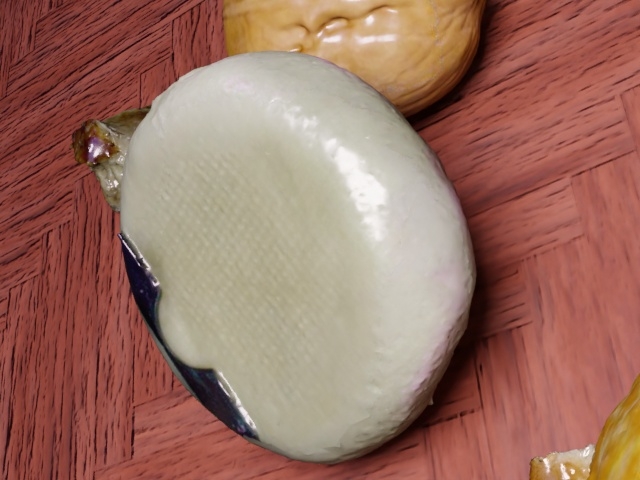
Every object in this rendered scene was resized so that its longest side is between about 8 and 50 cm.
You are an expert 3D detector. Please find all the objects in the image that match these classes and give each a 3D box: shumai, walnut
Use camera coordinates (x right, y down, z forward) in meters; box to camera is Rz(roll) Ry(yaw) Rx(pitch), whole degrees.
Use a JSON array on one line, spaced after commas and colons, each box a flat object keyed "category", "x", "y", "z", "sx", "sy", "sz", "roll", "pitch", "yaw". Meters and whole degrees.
[{"category": "shumai", "x": -0.203, "y": -0.097, "z": 1.012, "sx": 0.099, "sy": 0.087, "sz": 0.123, "roll": 15, "pitch": 77, "yaw": 45}, {"category": "walnut", "x": 0.029, "y": -0.187, "z": 0.804, "sx": 0.222, "sy": 0.195, "sz": 0.195, "roll": -6, "pitch": 64, "yaw": 30}]

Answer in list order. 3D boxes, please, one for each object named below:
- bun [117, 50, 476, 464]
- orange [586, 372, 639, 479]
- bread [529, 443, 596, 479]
[{"category": "bun", "x": 0.000, "y": 0.000, "z": 0.720, "sx": 0.293, "sy": 0.187, "sz": 0.293, "roll": 15, "pitch": 117, "yaw": 33}, {"category": "orange", "x": 0.257, "y": 0.144, "z": 0.387, "sx": 0.329, "sy": 0.249, "sz": 0.329, "roll": -14, "pitch": 62, "yaw": 28}, {"category": "bread", "x": 0.171, "y": 0.154, "z": 0.582, "sx": 0.083, "sy": 0.077, "sz": 0.070, "roll": -18, "pitch": 69, "yaw": 32}]
